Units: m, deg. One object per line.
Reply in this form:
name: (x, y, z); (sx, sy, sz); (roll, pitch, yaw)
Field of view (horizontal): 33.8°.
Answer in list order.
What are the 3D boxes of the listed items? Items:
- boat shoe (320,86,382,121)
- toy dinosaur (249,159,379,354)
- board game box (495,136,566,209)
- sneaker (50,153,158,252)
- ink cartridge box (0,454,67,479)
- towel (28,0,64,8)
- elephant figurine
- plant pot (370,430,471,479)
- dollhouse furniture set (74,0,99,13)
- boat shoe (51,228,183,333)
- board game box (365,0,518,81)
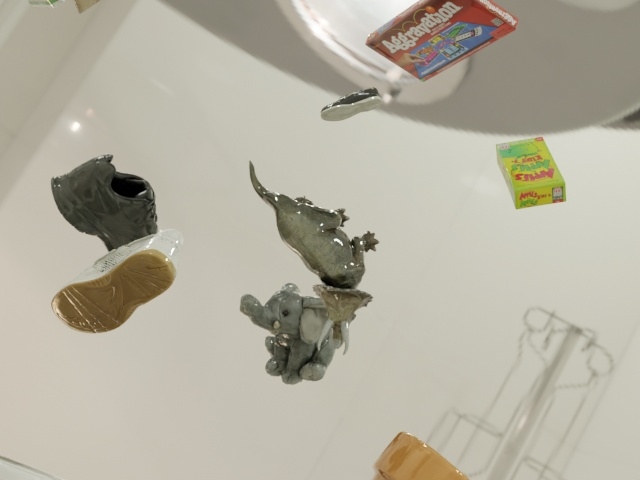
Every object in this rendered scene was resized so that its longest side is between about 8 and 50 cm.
boat shoe: (0.058, -0.272, 2.089); (0.046, 0.125, 0.038); (65, 9, -60)
toy dinosaur: (0.000, 0.000, 1.567); (0.313, 0.121, 0.160); (61, 16, -3)
board game box: (0.389, -0.128, 1.958); (0.181, 0.092, 0.043); (-95, 176, -58)
sneaker: (-0.313, -0.034, 1.742); (0.286, 0.130, 0.109); (47, 14, -48)
ink cartridge box: (-0.320, 0.331, 1.121); (0.168, 0.171, 0.232); (15, -19, 14)
towel: (-0.609, -0.588, 2.012); (0.324, 0.038, 0.248); (59, -13, -23)
elephant figurine: (-0.050, 0.160, 2.118); (0.169, 0.186, 0.239); (-2, -57, 11)
plant pot: (0.137, 0.414, 1.333); (0.291, 0.203, 0.291); (44, -11, 11)
dollhouse furniture set: (-0.410, -0.503, 1.791); (0.151, 0.144, 0.123); (41, -20, 26)
boat shoe: (-0.302, 0.061, 1.612); (0.277, 0.096, 0.098); (-24, -64, 36)
board game box: (0.213, -0.376, 1.907); (0.145, 0.027, 0.281); (30, -24, -20)
